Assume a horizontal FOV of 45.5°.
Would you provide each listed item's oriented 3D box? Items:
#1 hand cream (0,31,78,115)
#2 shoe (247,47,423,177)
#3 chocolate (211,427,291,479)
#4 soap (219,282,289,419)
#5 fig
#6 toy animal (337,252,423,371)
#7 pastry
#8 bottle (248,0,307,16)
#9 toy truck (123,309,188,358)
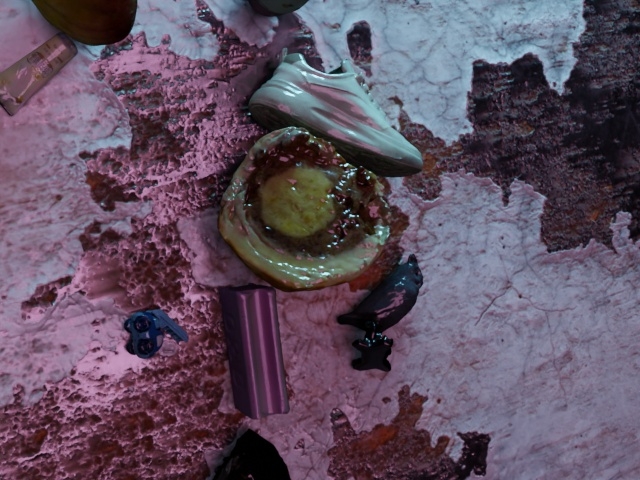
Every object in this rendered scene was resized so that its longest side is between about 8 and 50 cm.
[{"bbox_3d":[-0.423,-0.252,1.125,0.143,0.039,0.061,-45,108,-13],"label":"hand cream"},{"bbox_3d":[0.041,-0.223,1.283,0.316,0.124,0.159,20,75,-22],"label":"shoe"},{"bbox_3d":[-0.132,0.399,1.211,0.133,0.156,0.156,-33,103,8],"label":"chocolate"},{"bbox_3d":[-0.106,0.172,1.210,0.065,0.122,0.203,-8,92,-22],"label":"soap"},{"bbox_3d":[-0.372,-0.362,1.104,0.230,0.143,0.160,-2,90,3],"label":"fig"},{"bbox_3d":[0.104,0.117,1.338,0.117,0.121,0.210,14,59,20],"label":"toy animal"},{"bbox_3d":[-0.034,-0.026,1.210,0.256,0.170,0.237,34,70,-4],"label":"pastry"},{"bbox_3d":[-0.052,-0.412,1.177,0.110,0.233,0.110,0,89,-20],"label":"bottle"},{"bbox_3d":[-0.253,0.144,1.186,0.090,0.056,0.073,-5,85,-36],"label":"toy truck"}]
